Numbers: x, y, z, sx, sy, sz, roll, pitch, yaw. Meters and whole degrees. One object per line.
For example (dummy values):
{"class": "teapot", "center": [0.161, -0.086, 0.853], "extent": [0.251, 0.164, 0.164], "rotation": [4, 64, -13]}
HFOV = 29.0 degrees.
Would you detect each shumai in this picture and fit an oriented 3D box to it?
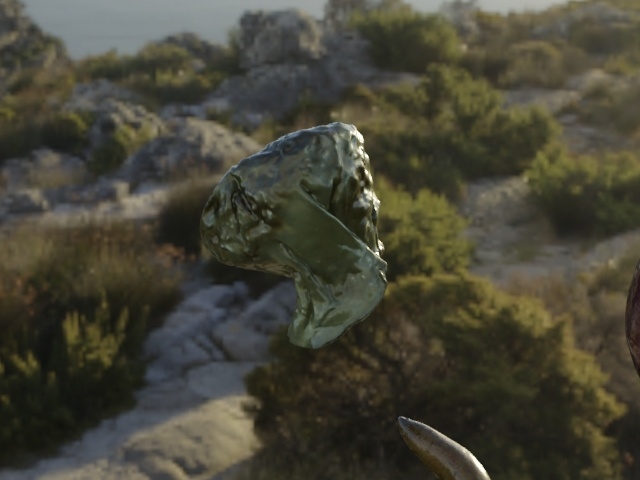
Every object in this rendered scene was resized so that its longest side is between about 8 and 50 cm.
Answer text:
{"class": "shumai", "center": [0.000, 0.000, 2.004], "extent": [0.292, 0.330, 0.288], "rotation": [1, 52, -40]}

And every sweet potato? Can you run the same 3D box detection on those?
{"class": "sweet potato", "center": [0.241, 0.432, 2.086], "extent": [0.108, 0.079, 0.346], "rotation": [-28, 58, 9]}

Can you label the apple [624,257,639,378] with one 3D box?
{"class": "apple", "center": [0.483, 0.083, 1.373], "extent": [0.305, 0.306, 0.235], "rotation": [6, 30, 12]}
